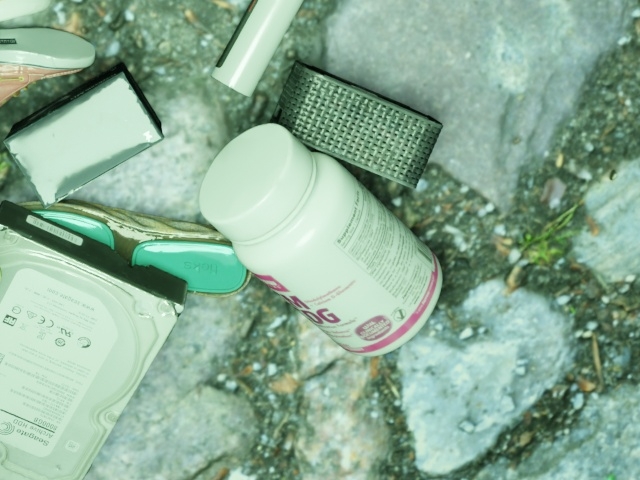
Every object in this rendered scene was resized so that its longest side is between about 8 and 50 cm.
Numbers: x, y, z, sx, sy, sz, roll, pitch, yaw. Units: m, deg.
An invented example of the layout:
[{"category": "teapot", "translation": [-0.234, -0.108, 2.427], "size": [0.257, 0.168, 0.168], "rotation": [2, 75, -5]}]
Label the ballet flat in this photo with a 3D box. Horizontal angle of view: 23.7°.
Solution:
[{"category": "ballet flat", "translation": [-0.236, 0.009, 1.805], "size": [0.316, 0.106, 0.108], "rotation": [12, 107, -9]}]

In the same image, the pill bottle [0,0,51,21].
[{"category": "pill bottle", "translation": [-0.402, -0.376, 1.677], "size": [0.162, 0.162, 0.278], "rotation": [-13, 103, -5]}]

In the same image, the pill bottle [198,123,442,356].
[{"category": "pill bottle", "translation": [0.000, 0.000, 1.760], "size": [0.160, 0.160, 0.283], "rotation": [-46, 126, 3]}]

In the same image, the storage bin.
[{"category": "storage bin", "translation": [0.041, -0.138, 1.802], "size": [0.180, 0.122, 0.084], "rotation": [22, 98, -11]}]

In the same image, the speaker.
[{"category": "speaker", "translation": [-0.074, -0.240, 1.801], "size": [0.055, 0.055, 0.136], "rotation": [28, 97, -12]}]

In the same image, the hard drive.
[{"category": "hard drive", "translation": [-0.331, 0.140, 1.779], "size": [0.237, 0.064, 0.339], "rotation": [26, 119, -14]}]

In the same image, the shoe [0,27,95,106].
[{"category": "shoe", "translation": [-0.354, -0.198, 1.775], "size": [0.178, 0.063, 0.081], "rotation": [-1, 131, -23]}]

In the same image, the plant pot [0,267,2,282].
[{"category": "plant pot", "translation": [-0.454, -0.096, 1.613], "size": [0.276, 0.276, 0.254], "rotation": [10, 69, -9]}]

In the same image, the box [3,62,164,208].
[{"category": "box", "translation": [-0.268, -0.124, 1.747], "size": [0.156, 0.158, 0.093], "rotation": [-30, 103, -1]}]
